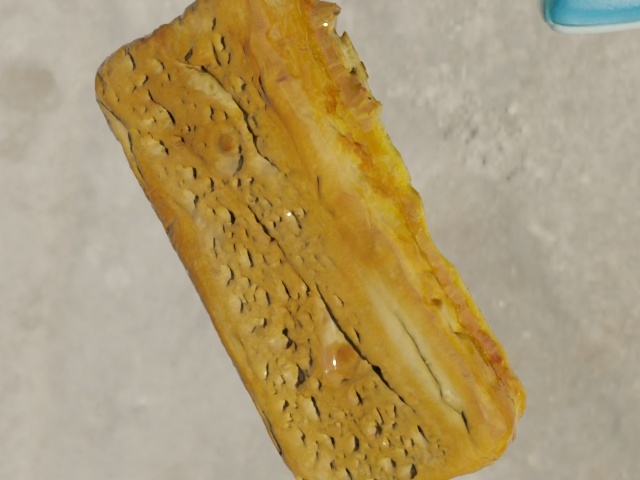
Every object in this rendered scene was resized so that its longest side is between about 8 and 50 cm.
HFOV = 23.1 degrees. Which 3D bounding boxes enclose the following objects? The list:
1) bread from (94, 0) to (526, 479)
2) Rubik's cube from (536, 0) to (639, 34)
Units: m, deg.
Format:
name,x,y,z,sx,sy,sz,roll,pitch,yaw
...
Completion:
name,x,y,z,sx,sy,sz,roll,pitch,yaw
bread,-0.001,0.000,0.787,0.139,0.077,0.271,-28,92,28
Rubik's cube,0.259,-0.256,0.990,0.254,0.254,0.254,5,134,5
